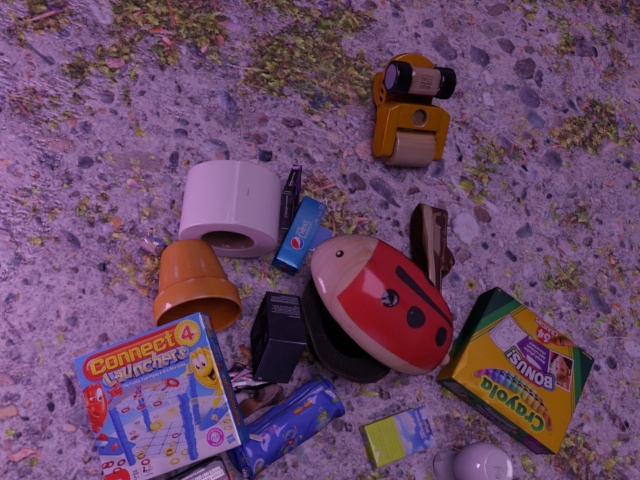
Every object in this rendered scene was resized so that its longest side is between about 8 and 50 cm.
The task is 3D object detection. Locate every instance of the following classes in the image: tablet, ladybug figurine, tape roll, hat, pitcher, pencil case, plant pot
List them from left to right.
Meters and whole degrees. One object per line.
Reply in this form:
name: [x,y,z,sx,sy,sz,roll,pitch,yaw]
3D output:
plant pot: [-0.307,0.107,1.521,0.205,0.205,0.187,-5,57,-21]
tape roll: [-0.223,-0.073,1.579,0.246,0.246,0.169,9,67,-16]
pencil case: [-0.084,0.440,1.502,0.306,0.133,0.119,-28,53,-27]
tablet: [0.000,0.000,1.762,0.054,0.006,0.083,27,63,-8]
hat: [0.045,0.231,1.612,0.331,0.134,0.331,27,44,-29]
ladybug figurine: [0.177,0.148,1.574,0.449,0.162,0.305,42,38,-11]
pitcher: [0.411,0.576,1.583,0.178,0.207,0.125,11,68,-17]

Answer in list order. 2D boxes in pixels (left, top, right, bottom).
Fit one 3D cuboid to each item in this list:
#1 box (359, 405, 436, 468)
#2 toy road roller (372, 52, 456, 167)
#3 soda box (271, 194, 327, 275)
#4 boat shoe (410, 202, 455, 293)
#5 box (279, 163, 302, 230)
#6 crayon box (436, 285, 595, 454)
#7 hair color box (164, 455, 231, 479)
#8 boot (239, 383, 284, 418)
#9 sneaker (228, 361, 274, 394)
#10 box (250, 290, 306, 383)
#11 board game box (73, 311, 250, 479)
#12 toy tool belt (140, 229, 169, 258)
box: [0.200,0.506,1.625,0.178,0.042,0.109,-12,76,-23]
toy road roller: [0.259,-0.402,1.925,0.203,0.240,0.329,2,107,-19]
soda box: [-0.057,-0.014,1.713,0.071,0.067,0.210,27,64,-8]
boat shoe: [0.332,0.056,1.799,0.123,0.123,0.341,9,62,-15]
box: [-0.078,-0.115,1.680,0.029,0.116,0.162,10,35,5]
crayon box: [0.553,0.364,1.766,0.363,0.106,0.313,36,63,-4]
hair color box: [-0.235,0.686,1.366,0.185,0.113,0.374,-20,79,-25]
boot: [-0.144,0.396,1.538,0.087,0.118,0.042,13,36,-51]
sneaker: [-0.185,0.332,1.542,0.178,0.072,0.077,-3,61,-26]
box: [-0.105,0.236,1.525,0.093,0.156,0.158,10,39,-17]
board game box: [-0.352,0.353,1.395,0.308,0.086,0.301,-21,78,1]
toy tool belt: [-0.409,0.012,1.589,0.083,0.052,0.051,32,72,-7]
